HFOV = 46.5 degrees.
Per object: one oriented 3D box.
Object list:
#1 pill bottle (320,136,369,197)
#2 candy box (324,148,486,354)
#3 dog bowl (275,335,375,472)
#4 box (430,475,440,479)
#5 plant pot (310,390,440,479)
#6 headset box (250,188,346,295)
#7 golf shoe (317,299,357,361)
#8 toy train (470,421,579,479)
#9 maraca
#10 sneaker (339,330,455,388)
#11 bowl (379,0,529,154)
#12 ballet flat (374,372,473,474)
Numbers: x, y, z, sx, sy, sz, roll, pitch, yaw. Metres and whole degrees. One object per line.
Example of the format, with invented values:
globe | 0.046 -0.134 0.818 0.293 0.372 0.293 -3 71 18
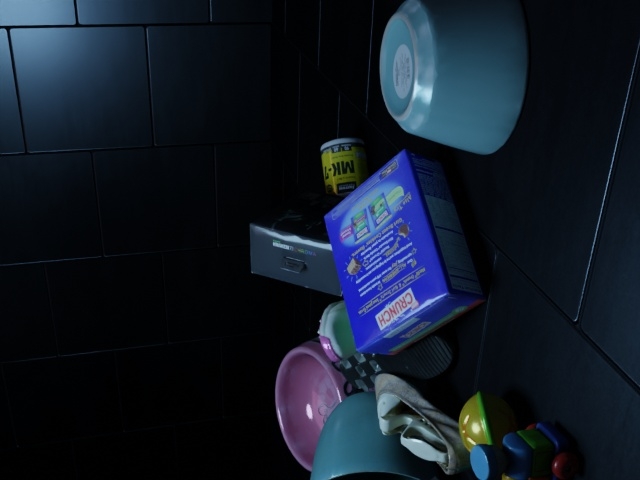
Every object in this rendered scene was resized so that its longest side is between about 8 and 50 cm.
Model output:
pill bottle | 0.070 -0.153 1.945 0.119 0.119 0.208 138 126 -73
candy box | 0.156 0.030 1.470 0.268 0.122 0.317 -39 52 41
dog bowl | 0.023 0.446 2.017 0.408 0.150 0.407 9 102 54
box | 0.277 0.507 1.138 0.270 0.060 0.216 46 178 -19
plant pot | 0.120 0.484 1.663 0.235 0.293 0.293 -87 4 -47
headset box | 0.000 0.000 1.763 0.283 0.246 0.131 -38 -45 -54
golf shoe | 0.101 0.157 1.604 0.115 0.140 0.306 60 -148 -7
toy train | 0.303 0.410 1.152 0.105 0.143 0.248 -130 38 -68
maraca | 0.292 0.325 1.283 0.185 0.099 0.127 49 -149 -68
sneaker | 0.185 0.229 1.634 0.330 0.146 0.122 -23 100 52
bowl | 0.205 -0.298 1.265 0.311 0.163 0.311 176 90 -76
ballet flat | 0.184 0.362 1.488 0.316 0.106 0.107 24 127 50
